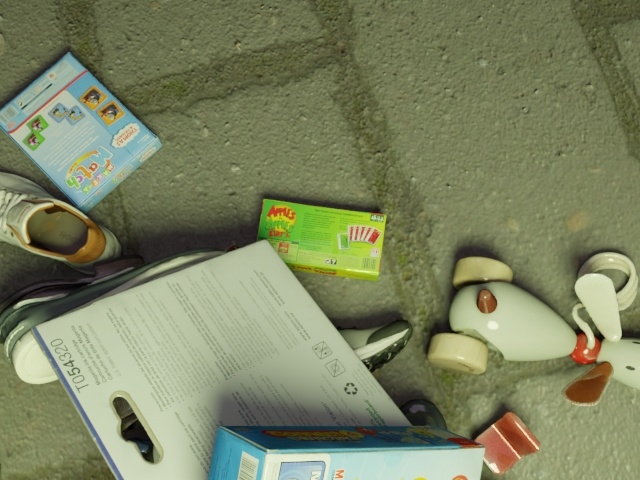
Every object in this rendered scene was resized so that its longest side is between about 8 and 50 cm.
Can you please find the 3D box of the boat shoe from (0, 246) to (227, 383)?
[{"bbox_3d":[-0.258,0.072,0.999,0.319,0.116,0.099,-25,46,-32],"label":"boat shoe"}]

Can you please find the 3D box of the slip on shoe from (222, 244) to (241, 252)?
[{"bbox_3d":[-0.104,0.071,1.107,0.051,0.041,0.135,-36,91,-44],"label":"slip on shoe"}]

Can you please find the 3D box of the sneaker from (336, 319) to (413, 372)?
[{"bbox_3d":[-0.006,0.149,1.052,0.272,0.100,0.108,-15,68,-3],"label":"sneaker"}]

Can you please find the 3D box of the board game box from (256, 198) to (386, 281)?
[{"bbox_3d":[0.000,0.000,1.123,0.181,0.043,0.092,8,73,3],"label":"board game box"}]

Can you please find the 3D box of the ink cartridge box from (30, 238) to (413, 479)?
[{"bbox_3d":[-0.110,0.176,0.889,0.330,0.071,0.324,-22,62,-34],"label":"ink cartridge box"}]

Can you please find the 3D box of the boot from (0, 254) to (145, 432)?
[{"bbox_3d":[-0.313,0.157,1.057,0.263,0.091,0.229,-22,73,-8],"label":"boot"}]

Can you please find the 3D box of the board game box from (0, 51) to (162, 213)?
[{"bbox_3d":[-0.376,-0.167,1.184,0.160,0.039,0.211,-44,76,-11],"label":"board game box"}]

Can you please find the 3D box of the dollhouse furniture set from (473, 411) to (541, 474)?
[{"bbox_3d":[0.351,0.325,0.959,0.374,0.152,0.201,16,74,6],"label":"dollhouse furniture set"}]

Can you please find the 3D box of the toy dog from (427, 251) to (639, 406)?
[{"bbox_3d":[0.309,0.113,1.021,0.334,0.161,0.220,-5,73,0],"label":"toy dog"}]

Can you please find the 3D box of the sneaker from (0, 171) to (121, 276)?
[{"bbox_3d":[-0.431,-0.044,1.106,0.290,0.123,0.105,20,76,8],"label":"sneaker"}]

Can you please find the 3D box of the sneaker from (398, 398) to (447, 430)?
[{"bbox_3d":[0.090,0.345,0.974,0.111,0.121,0.300,20,75,6],"label":"sneaker"}]

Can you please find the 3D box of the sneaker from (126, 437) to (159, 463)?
[{"bbox_3d":[-0.128,0.367,0.970,0.182,0.127,0.315,-24,72,-4],"label":"sneaker"}]

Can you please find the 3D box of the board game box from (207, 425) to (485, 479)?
[{"bbox_3d":[0.016,0.347,0.779,0.302,0.086,0.308,12,88,-39],"label":"board game box"}]
